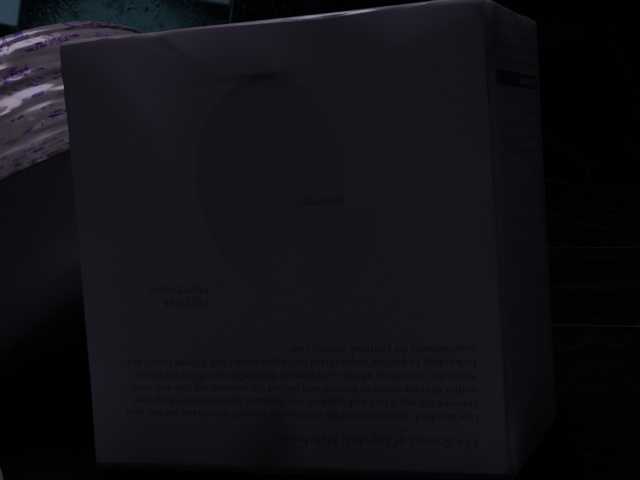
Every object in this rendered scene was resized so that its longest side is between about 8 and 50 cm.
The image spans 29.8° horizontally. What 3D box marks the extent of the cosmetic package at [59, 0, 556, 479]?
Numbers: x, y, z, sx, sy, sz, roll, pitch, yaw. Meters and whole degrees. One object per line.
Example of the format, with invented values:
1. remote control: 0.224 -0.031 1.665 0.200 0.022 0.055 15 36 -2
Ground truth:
1. cosmetic package: 0.000 0.000 0.639 0.224 0.224 0.138 -2 4 20

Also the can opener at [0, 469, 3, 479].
1. can opener: -0.225 0.105 0.509 0.283 0.076 0.095 0 6 44

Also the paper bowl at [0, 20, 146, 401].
1. paper bowl: -0.187 0.000 0.802 0.284 0.148 0.284 -32 -14 -9
